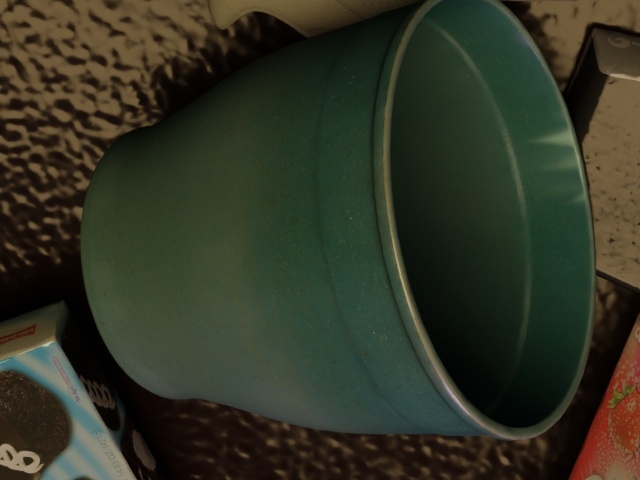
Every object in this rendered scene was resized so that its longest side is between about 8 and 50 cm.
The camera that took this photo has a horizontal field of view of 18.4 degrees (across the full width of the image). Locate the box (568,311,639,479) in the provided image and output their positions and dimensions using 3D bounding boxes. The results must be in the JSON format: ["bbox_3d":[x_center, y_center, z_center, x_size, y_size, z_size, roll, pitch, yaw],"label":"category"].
[{"bbox_3d":[0.248,0.218,1.327,0.142,0.154,0.300,12,108,-27],"label":"box"}]

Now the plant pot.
[{"bbox_3d":[0.000,0.000,1.236,0.255,0.271,0.272,-9,110,30],"label":"plant pot"}]

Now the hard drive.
[{"bbox_3d":[0.273,-0.025,1.320,0.254,0.054,0.172,20,110,-3],"label":"hard drive"}]

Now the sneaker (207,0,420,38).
[{"bbox_3d":[0.048,-0.171,1.271,0.262,0.099,0.121,10,118,8],"label":"sneaker"}]

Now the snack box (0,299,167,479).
[{"bbox_3d":[-0.198,0.209,1.405,0.187,0.060,0.322,-20,119,11],"label":"snack box"}]
